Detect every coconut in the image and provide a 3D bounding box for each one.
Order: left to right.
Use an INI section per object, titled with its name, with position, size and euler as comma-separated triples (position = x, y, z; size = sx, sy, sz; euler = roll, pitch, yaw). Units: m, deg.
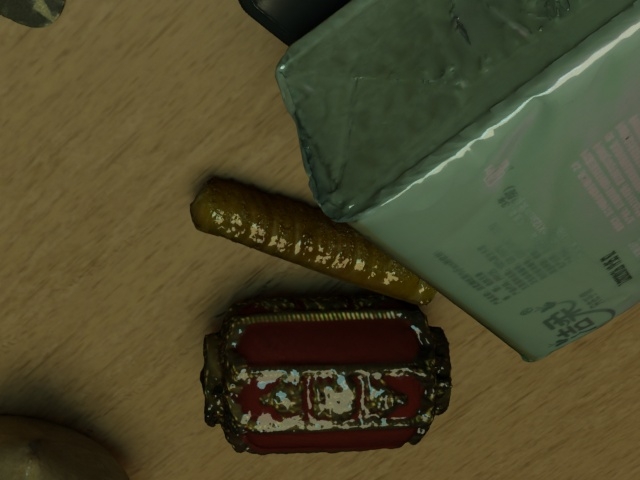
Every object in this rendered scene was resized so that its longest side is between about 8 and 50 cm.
[coconut]
position = -0.359, 0.334, 1.012
size = 0.329, 0.329, 0.329
euler = -4, 124, -5

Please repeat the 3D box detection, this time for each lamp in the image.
[lamp]
position = 0.004, 0.147, 0.995
size = 0.274, 0.177, 0.177
euler = -2, 124, -5

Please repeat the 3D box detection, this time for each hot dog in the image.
[hot dog]
position = 0.000, 0.000, 0.957
size = 0.289, 0.083, 0.068
euler = 21, 99, -20

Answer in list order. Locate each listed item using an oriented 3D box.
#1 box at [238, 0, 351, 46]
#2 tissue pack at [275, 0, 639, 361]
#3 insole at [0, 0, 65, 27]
[box]
position = 0.030, -0.222, 0.803
size = 0.201, 0.090, 0.144
euler = 35, 112, -25
[tissue pack]
position = 0.209, -0.093, 0.775
size = 0.332, 0.205, 0.405
euler = -35, 145, 16
[insole]
position = -0.343, -0.255, 0.778
size = 0.248, 0.011, 0.081
euler = 21, 121, -21
